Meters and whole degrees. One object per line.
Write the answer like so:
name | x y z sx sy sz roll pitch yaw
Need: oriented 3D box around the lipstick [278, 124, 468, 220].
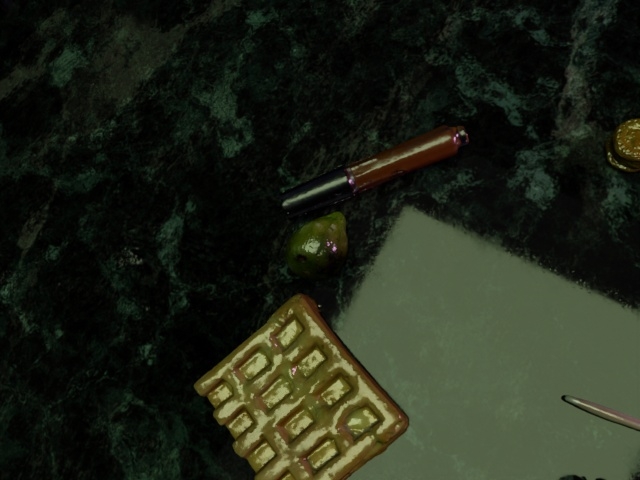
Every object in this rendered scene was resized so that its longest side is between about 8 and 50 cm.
lipstick | 0.109 -0.147 1.109 0.418 0.077 0.077 -21 70 6

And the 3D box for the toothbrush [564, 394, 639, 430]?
toothbrush | 0.573 0.331 0.883 0.307 0.025 0.030 19 87 17

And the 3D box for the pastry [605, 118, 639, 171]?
pastry | 0.613 -0.186 1.010 0.109 0.057 0.097 -29 68 3

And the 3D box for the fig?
fig | 0.000 0.000 1.076 0.123 0.123 0.156 11 61 16

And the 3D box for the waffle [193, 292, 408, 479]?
waffle | -0.045 0.310 1.011 0.304 0.077 0.348 -41 69 -2
